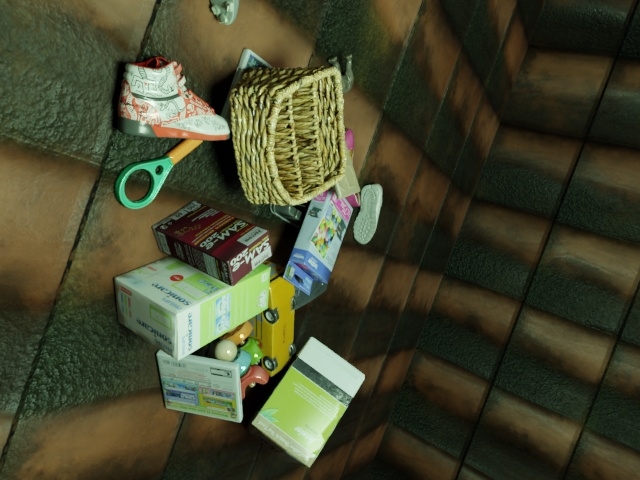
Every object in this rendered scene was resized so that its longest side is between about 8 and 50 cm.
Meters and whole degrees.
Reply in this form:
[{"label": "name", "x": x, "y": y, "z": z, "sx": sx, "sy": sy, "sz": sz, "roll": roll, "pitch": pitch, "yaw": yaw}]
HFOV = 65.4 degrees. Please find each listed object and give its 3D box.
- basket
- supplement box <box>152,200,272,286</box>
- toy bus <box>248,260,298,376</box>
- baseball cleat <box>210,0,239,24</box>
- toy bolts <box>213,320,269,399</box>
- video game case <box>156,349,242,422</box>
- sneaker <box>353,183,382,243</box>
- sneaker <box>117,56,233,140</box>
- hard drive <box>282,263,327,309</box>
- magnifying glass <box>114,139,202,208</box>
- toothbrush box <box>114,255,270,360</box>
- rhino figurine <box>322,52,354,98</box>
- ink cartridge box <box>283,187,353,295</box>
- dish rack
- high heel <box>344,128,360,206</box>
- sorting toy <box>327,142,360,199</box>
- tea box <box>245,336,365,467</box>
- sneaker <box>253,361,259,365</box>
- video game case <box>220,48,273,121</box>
[{"label": "basket", "x": -0.066, "y": -0.229, "z": 1.149, "sx": 0.214, "sy": 0.222, "sz": 0.299, "roll": -72, "pitch": 163, "yaw": -51}, {"label": "supplement box", "x": -0.239, "y": 0.000, "z": 1.097, "sx": 0.130, "sy": 0.239, "sz": 0.073, "roll": -42, "pitch": 140, "yaw": -39}, {"label": "toy bus", "x": -0.152, "y": 0.241, "z": 1.502, "sx": 0.108, "sy": 0.130, "sz": 0.333, "roll": -32, "pitch": 134, "yaw": -48}, {"label": "baseball cleat", "x": -0.184, "y": -0.553, "z": 1.009, "sx": 0.109, "sy": 0.072, "sz": 0.206, "roll": -50, "pitch": 149, "yaw": -42}, {"label": "toy bolts", "x": -0.260, "y": 0.315, "z": 1.340, "sx": 0.218, "sy": 0.228, "sz": 0.159, "roll": -36, "pitch": 112, "yaw": -10}, {"label": "video game case", "x": -0.304, "y": 0.371, "z": 1.266, "sx": 0.023, "sy": 0.212, "sz": 0.194, "roll": -67, "pitch": 162, "yaw": -58}, {"label": "sneaker", "x": 0.192, "y": -0.100, "z": 1.903, "sx": 0.094, "sy": 0.090, "sz": 0.235, "roll": -23, "pitch": 129, "yaw": -63}, {"label": "sneaker", "x": -0.272, "y": -0.283, "z": 1.003, "sx": 0.270, "sy": 0.090, "sz": 0.145, "roll": -11, "pitch": 119, "yaw": -48}, {"label": "hard drive", "x": -0.058, "y": 0.132, "z": 1.663, "sx": 0.254, "sy": 0.054, "sz": 0.172, "roll": -24, "pitch": 128, "yaw": -51}, {"label": "magnifying glass", "x": -0.337, "y": -0.155, "z": 1.056, "sx": 0.231, "sy": 0.026, "sz": 0.092, "roll": -50, "pitch": 145, "yaw": -30}, {"label": "toothbrush box", "x": -0.283, "y": 0.122, "z": 1.137, "sx": 0.283, "sy": 0.206, "sz": 0.122, "roll": -27, "pitch": 131, "yaw": -49}, {"label": "rhino figurine", "x": 0.015, "y": -0.427, "z": 1.412, "sx": 0.243, "sy": 0.073, "sz": 0.106, "roll": -48, "pitch": 142, "yaw": -29}, {"label": "ink cartridge box", "x": 0.000, "y": 0.000, "z": 1.491, "sx": 0.186, "sy": 0.065, "sz": 0.311, "roll": 46, "pitch": 62, "yaw": -58}, {"label": "dish rack", "x": -0.030, "y": -0.174, "z": 1.504, "sx": 0.208, "sy": 0.074, "sz": 0.272, "roll": 32, "pitch": 79, "yaw": -61}, {"label": "high heel", "x": 0.102, "y": -0.235, "z": 1.629, "sx": 0.082, "sy": 0.117, "sz": 0.244, "roll": -8, "pitch": 115, "yaw": -57}, {"label": "sorting toy", "x": 0.051, "y": -0.222, "z": 1.459, "sx": 0.208, "sy": 0.038, "sz": 0.193, "roll": -31, "pitch": 104, "yaw": -67}, {"label": "tea box", "x": -0.061, "y": 0.534, "z": 1.632, "sx": 0.324, "sy": 0.220, "sz": 0.329, "roll": -52, "pitch": 175, "yaw": -24}, {"label": "sneaker", "x": -0.255, "y": 0.382, "z": 1.488, "sx": 0.162, "sy": 0.073, "sz": 0.063, "roll": -37, "pitch": 117, "yaw": -13}, {"label": "video game case", "x": -0.154, "y": -0.344, "z": 1.239, "sx": 0.201, "sy": 0.023, "sz": 0.184, "roll": 16, "pitch": 95, "yaw": -59}]
